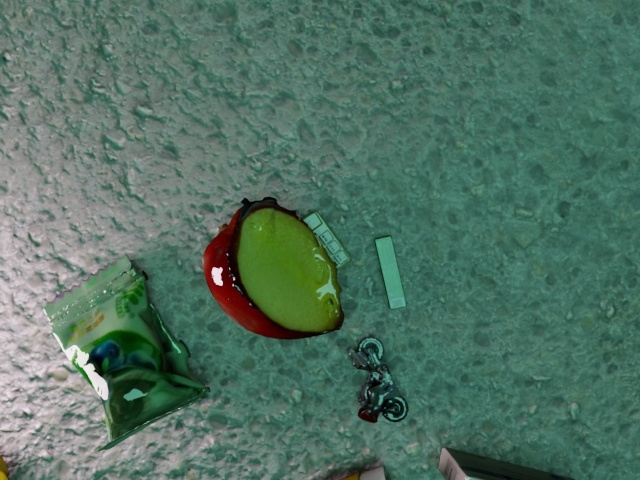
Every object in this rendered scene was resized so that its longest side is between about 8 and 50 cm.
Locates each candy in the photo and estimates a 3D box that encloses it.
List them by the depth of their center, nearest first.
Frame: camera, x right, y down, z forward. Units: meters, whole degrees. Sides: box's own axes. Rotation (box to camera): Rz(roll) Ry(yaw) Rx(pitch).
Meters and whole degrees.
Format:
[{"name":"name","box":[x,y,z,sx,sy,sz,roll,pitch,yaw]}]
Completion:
[{"name":"candy","box":[-0.456,0.249,1.364,0.263,0.172,0.397,-31,80,-5]}]

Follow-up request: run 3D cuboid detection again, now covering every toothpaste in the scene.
[{"name":"toothpaste","box":[0.170,0.078,1.439,0.043,0.037,0.178,-13,92,2]}]

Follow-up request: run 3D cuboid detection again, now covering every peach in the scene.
[{"name":"peach","box":[-0.111,0.088,1.355,0.362,0.201,0.257,44,59,-16]}]

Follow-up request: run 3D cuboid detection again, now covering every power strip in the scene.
[{"name":"power strip","box":[0.000,0.000,1.434,0.076,0.028,0.168,-37,93,0]}]

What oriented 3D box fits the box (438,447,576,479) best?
[{"name":"box","box":[0.466,0.580,1.384,0.344,0.200,0.065,15,88,-3]}]

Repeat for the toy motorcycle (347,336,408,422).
[{"name":"toy motorcycle","box":[0.123,0.342,1.426,0.123,0.082,0.213,-21,84,-12]}]

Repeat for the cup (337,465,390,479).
[{"name":"cup","box":[0.080,0.663,1.399,0.226,0.185,0.241,-13,123,3]}]

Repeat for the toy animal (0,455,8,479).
[{"name":"toy animal","box":[-0.823,0.595,1.368,0.156,0.156,0.229,32,94,-3]}]
